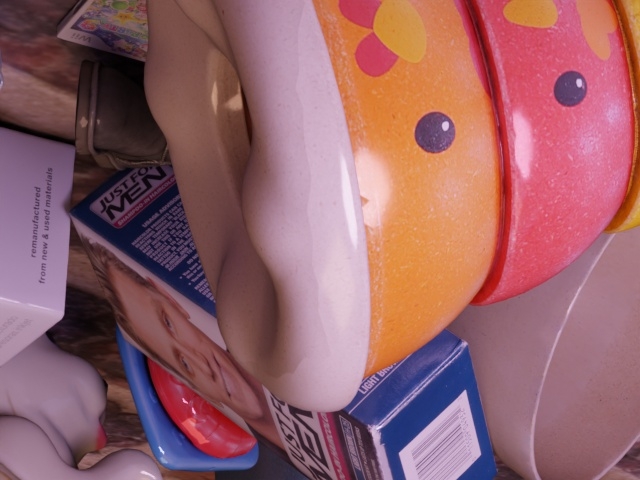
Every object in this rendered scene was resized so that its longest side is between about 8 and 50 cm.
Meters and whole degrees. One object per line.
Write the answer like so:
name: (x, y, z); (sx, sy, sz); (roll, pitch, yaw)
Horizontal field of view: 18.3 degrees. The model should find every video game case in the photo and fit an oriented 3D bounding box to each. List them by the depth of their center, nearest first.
video game case: (-0.123, -0.163, 1.404); (0.087, 0.011, 0.122); (13, 153, -26)

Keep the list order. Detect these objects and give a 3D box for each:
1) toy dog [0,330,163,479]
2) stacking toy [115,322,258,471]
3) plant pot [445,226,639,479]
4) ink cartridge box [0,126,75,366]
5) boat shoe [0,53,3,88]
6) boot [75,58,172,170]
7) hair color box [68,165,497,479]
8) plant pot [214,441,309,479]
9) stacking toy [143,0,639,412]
toy dog: (-0.336, 0.253, 1.850); (0.396, 0.407, 0.284); (7, 145, 11)
stacking toy: (-0.025, 0.087, 1.817); (0.302, 0.165, 0.175); (-27, 161, 27)
plant pot: (0.171, 0.033, 1.578); (0.191, 0.284, 0.284); (28, 169, 29)
ink cartridge box: (-0.429, -0.002, 1.586); (0.385, 0.160, 0.279); (14, 152, -28)
boat shoe: (-0.271, -0.128, 1.421); (0.081, 0.079, 0.227); (5, 162, -31)
boot: (-0.070, -0.088, 1.480); (0.209, 0.076, 0.189); (5, 176, 6)
hair color box: (-0.032, 0.078, 1.542); (0.347, 0.105, 0.174); (34, 154, 35)
plant pot: (0.043, 0.238, 2.028); (0.247, 0.247, 0.252); (8, 137, -15)
stacking toy: (0.146, -0.110, 1.276); (0.480, 0.350, 0.350); (-14, 159, -14)
